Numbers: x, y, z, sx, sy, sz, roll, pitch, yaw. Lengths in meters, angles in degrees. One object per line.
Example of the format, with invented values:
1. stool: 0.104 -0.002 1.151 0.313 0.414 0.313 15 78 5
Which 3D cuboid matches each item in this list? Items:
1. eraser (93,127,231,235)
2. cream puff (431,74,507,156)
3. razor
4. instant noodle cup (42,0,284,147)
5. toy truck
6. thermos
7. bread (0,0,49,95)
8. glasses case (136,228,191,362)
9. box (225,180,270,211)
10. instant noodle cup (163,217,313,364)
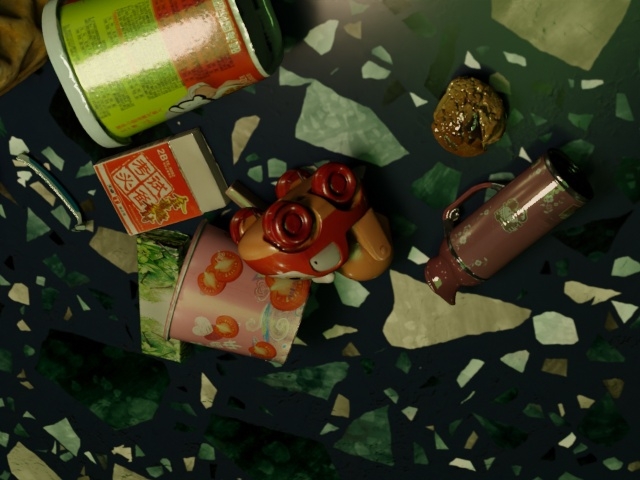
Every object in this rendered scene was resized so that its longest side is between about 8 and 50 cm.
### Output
1. eraser: -0.298 -0.109 1.816 0.230 0.038 0.157 -15 112 24
2. cream puff: 0.244 -0.202 1.575 0.119 0.104 0.133 11 119 18
3. razor: -0.524 -0.098 1.889 0.191 0.037 0.068 53 160 -10
4. instant noodle cup: -0.240 -0.328 1.565 0.308 0.294 0.294 -16 112 16
5. toy truck: 0.000 0.000 1.673 0.239 0.265 0.189 58 153 -16
6. thermos: 0.295 -0.023 1.649 0.136 0.109 0.330 42 121 -9
7. bread: -0.572 -0.356 1.645 0.196 0.252 0.238 44 125 -15
8. glasses case: -0.310 0.111 1.925 0.095 0.062 0.272 13 120 16
9. box: -0.125 -0.064 1.783 0.115 0.048 0.025 38 114 -7
10. instant noodle cup: -0.146 0.108 1.784 0.231 0.243 0.243 19 121 -2
